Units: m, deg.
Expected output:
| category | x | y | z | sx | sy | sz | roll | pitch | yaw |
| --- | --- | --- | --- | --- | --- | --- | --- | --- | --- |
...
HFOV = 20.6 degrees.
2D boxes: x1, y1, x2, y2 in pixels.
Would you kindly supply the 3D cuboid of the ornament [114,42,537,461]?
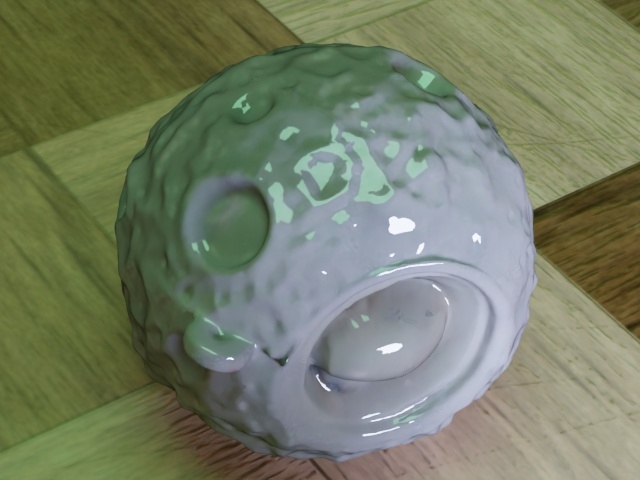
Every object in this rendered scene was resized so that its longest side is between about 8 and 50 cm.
| category | x | y | z | sx | sy | sz | roll | pitch | yaw |
| --- | --- | --- | --- | --- | --- | --- | --- | --- | --- |
| ornament | 0.000 | 0.000 | 1.407 | 0.337 | 0.337 | 0.337 | 3 | 42 | -3 |
